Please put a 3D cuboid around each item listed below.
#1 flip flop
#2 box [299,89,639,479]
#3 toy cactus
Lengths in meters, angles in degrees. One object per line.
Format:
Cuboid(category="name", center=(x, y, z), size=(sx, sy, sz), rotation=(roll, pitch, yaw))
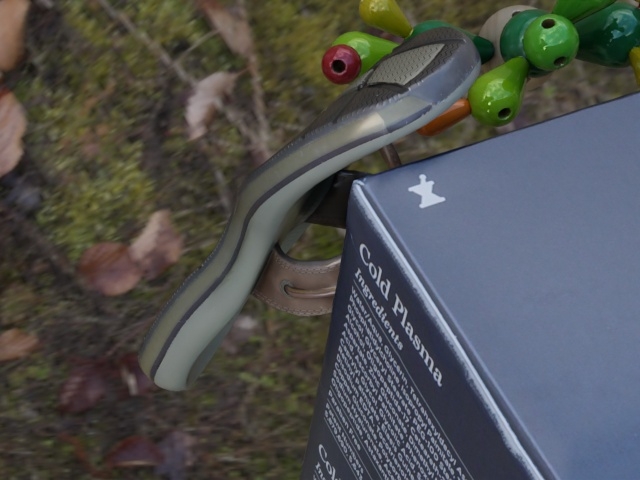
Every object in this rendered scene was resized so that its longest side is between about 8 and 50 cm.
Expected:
Cuboid(category="flip flop", center=(0.000, 0.000, 0.793), size=(0.080, 0.277, 0.112), rotation=(42, 43, 3))
Cuboid(category="box", center=(0.180, 0.086, 0.807), size=(0.343, 0.312, 0.179), rotation=(-19, 55, -21))
Cuboid(category="toy cactus", center=(0.109, -0.117, 0.942), size=(0.219, 0.180, 0.112), rotation=(-17, 93, 2))
